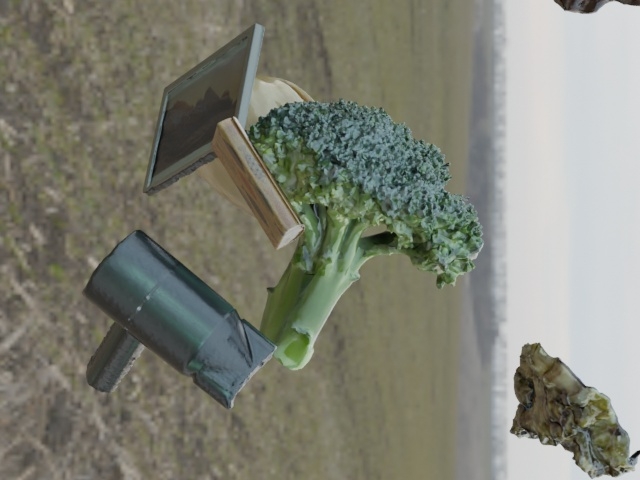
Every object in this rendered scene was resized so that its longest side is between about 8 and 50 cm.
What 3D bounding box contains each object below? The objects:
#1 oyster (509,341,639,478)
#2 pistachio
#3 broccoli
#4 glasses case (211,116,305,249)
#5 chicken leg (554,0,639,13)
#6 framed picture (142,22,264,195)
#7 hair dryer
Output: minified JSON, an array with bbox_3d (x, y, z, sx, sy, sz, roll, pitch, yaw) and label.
[{"bbox_3d":[0.298,0.213,1.502,0.214,0.083,0.223,29,-24,53],"label":"oyster"},{"bbox_3d":[-0.103,-0.160,2.028,0.309,0.230,0.230,51,-1,15],"label":"pistachio"},{"bbox_3d":[-0.013,-0.032,1.805,0.275,0.397,0.353,1,59,-51],"label":"broccoli"},{"bbox_3d":[-0.079,-0.076,1.557,0.170,0.041,0.064,58,-22,13],"label":"glasses case"},{"bbox_3d":[0.415,-0.291,1.436,0.113,0.304,0.093,-36,130,-53],"label":"chicken leg"},{"bbox_3d":[-0.174,-0.184,1.767,0.265,0.018,0.192,-24,-129,49],"label":"framed picture"},{"bbox_3d":[-0.218,0.153,1.638,0.116,0.244,0.302,-47,177,-41],"label":"hair dryer"}]
